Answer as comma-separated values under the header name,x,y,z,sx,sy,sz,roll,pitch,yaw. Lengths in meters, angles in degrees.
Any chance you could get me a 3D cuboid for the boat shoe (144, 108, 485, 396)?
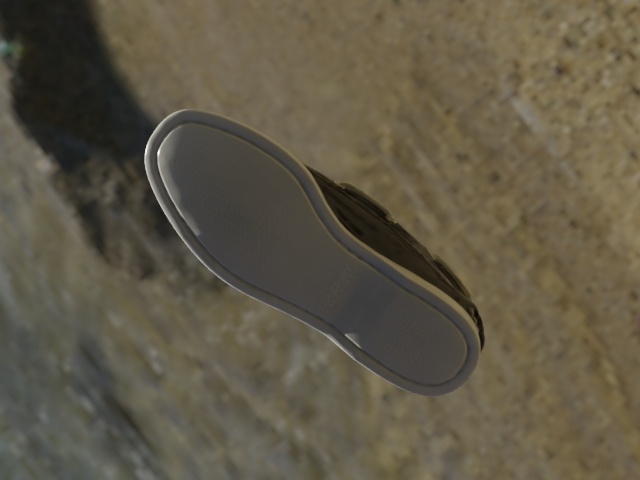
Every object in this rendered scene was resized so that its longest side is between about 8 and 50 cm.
name,x,y,z,sx,sy,sz,roll,pitch,yaw
boat shoe,0.000,0.000,0.612,0.125,0.046,0.038,34,-161,-5
